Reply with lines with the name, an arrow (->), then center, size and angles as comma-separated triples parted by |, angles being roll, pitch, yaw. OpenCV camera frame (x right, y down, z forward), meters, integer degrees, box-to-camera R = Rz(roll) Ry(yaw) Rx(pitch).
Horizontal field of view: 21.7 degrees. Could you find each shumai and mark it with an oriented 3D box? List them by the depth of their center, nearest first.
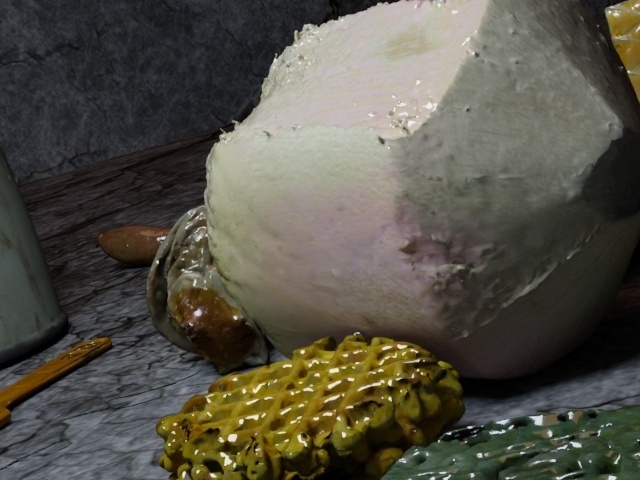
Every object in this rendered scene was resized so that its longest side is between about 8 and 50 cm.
shumai -> -0.076, 0.055, 1.422 | 0.145, 0.145, 0.116 | -17, 34, -15

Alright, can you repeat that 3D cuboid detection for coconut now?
coconut -> 0.098, -0.044, 1.223 | 0.309, 0.297, 0.297 | -7, 12, 41

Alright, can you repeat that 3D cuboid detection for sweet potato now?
sweet potato -> -0.170, 0.004, 1.993 | 0.214, 0.050, 0.050 | -2, 15, 28

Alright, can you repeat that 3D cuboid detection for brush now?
brush -> -0.272, 0.136, 1.492 | 0.090, 0.017, 0.314 | -9, 10, 25

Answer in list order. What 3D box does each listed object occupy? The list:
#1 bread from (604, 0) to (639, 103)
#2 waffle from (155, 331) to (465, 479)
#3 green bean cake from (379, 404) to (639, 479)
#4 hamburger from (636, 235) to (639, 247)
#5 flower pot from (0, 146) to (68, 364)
bread -> 0.399, -0.191, 1.881 | 0.125, 0.188, 0.068 | -14, 11, 8
waffle -> -0.007, 0.121, 1.068 | 0.197, 0.070, 0.193 | -26, 15, -40
green bean cake -> 0.100, 0.140, 0.734 | 0.181, 0.094, 0.173 | -10, 10, 16
hamburger -> 0.232, -0.054, 1.498 | 0.243, 0.146, 0.286 | -9, 3, -6
flower pot -> -0.440, -0.025, 1.708 | 0.293, 0.330, 0.293 | -13, 12, 3
